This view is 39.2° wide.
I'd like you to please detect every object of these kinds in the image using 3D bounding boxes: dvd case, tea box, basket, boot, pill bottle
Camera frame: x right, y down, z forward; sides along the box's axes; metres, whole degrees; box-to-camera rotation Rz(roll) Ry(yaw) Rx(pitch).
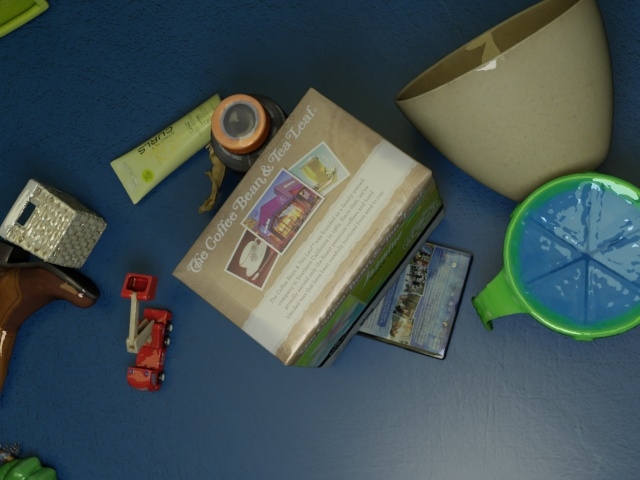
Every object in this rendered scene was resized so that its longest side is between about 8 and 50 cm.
[{"bbox_3d":[0.109,0.078,1.496,0.253,0.022,0.180,15,85,13],"label":"dvd case"},{"bbox_3d":[0.000,0.000,1.353,0.220,0.323,0.329,37,91,15],"label":"tea box"},{"bbox_3d":[-0.457,-0.024,1.559,0.103,0.167,0.113,31,88,8],"label":"basket"},{"bbox_3d":[-0.540,0.161,1.578,0.264,0.096,0.280,20,86,14],"label":"boot"},{"bbox_3d":[-0.100,-0.160,1.463,0.130,0.245,0.130,-2,80,11],"label":"pill bottle"}]

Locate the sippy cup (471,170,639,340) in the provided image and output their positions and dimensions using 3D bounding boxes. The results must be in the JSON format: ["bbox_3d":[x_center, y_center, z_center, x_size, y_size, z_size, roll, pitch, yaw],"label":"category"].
[{"bbox_3d":[0.390,0.037,1.341,0.305,0.224,0.240,9,82,13],"label":"sippy cup"}]

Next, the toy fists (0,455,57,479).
[{"bbox_3d":[-0.485,0.506,1.508,0.142,0.096,0.279,-19,76,7],"label":"toy fists"}]

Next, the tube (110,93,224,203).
[{"bbox_3d":[-0.259,-0.167,1.597,0.240,0.062,0.070,-34,35,9],"label":"tube"}]

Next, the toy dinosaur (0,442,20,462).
[{"bbox_3d":[-0.570,0.381,1.576,0.082,0.047,0.090,-31,86,24],"label":"toy dinosaur"}]

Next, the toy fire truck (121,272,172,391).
[{"bbox_3d":[-0.296,0.157,1.506,0.047,0.135,0.192,6,82,13],"label":"toy fire truck"}]

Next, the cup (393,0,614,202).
[{"bbox_3d":[0.314,-0.201,1.378,0.331,0.331,0.237,-32,103,5],"label":"cup"}]

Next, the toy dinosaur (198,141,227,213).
[{"bbox_3d":[-0.171,-0.135,1.547,0.053,0.092,0.183,8,115,-14],"label":"toy dinosaur"}]

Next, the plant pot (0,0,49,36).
[{"bbox_3d":[-0.676,-0.509,1.659,0.227,0.228,0.207,-26,71,7],"label":"plant pot"}]
